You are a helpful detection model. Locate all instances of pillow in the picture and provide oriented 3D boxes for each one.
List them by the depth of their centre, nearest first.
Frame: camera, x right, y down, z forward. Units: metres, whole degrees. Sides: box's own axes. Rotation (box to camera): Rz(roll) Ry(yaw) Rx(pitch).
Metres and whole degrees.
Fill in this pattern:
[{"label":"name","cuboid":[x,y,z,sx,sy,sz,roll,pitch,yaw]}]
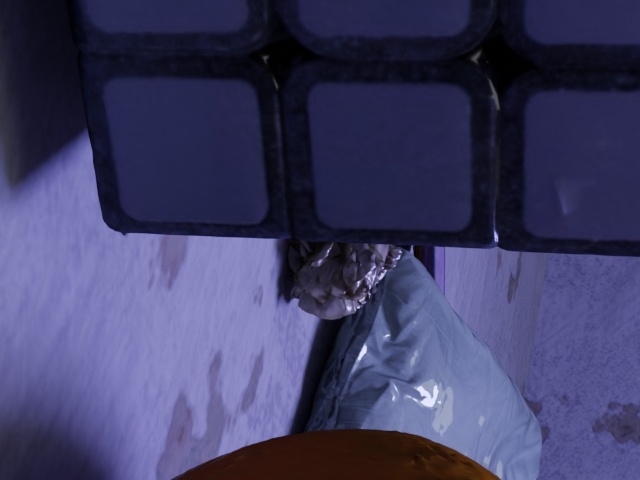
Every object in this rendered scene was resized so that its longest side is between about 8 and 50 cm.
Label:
[{"label":"pillow","cuboid":[0.091,0.208,1.266,0.310,0.138,0.283,52,51,-33]}]

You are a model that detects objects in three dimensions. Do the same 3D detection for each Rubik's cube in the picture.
[{"label":"Rubik's cube","cuboid":[0.053,-0.192,0.667,0.301,0.305,0.304,-72,161,-58]}]

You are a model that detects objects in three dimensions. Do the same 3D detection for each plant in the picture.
[{"label":"plant","cuboid":[0.000,0.000,1.087,0.122,0.104,0.116,41,16,-40]}]

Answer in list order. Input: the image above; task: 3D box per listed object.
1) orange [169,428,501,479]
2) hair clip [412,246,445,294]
[{"label":"orange","cuboid":[0.034,0.289,0.676,0.326,0.424,0.424,-40,155,-5]},{"label":"hair clip","cuboid":[0.110,0.084,1.465,0.110,0.095,0.359,40,55,-52]}]
